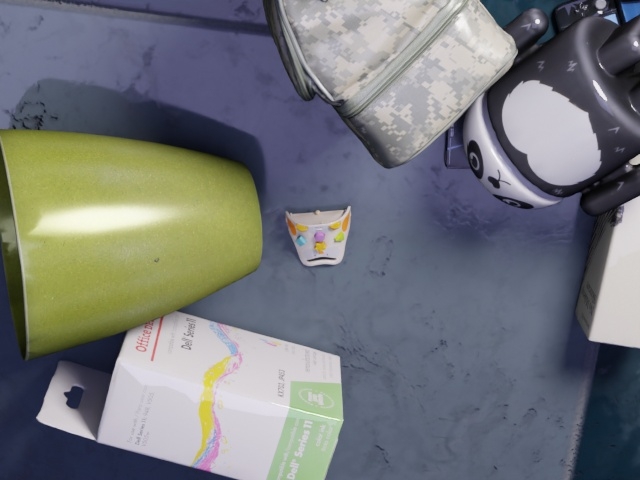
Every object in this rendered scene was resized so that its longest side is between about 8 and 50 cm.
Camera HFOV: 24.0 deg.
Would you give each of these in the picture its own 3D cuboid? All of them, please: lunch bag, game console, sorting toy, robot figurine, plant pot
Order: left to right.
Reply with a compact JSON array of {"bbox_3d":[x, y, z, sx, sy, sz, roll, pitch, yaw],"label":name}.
[{"bbox_3d":[-0.227,-0.013,1.809,0.293,0.275,0.275,-8,108,-15],"label":"plant pot"},{"bbox_3d":[0.000,0.000,1.918,0.083,0.045,0.075,-5,127,0],"label":"sorting toy"},{"bbox_3d":[0.047,-0.252,1.704,0.212,0.305,0.256,-42,107,8],"label":"lunch bag"},{"bbox_3d":[0.292,-0.149,1.755,0.173,0.209,0.278,11,146,-43],"label":"robot figurine"},{"bbox_3d":[0.364,-0.230,1.825,0.124,0.085,0.144,-18,106,4],"label":"game console"}]

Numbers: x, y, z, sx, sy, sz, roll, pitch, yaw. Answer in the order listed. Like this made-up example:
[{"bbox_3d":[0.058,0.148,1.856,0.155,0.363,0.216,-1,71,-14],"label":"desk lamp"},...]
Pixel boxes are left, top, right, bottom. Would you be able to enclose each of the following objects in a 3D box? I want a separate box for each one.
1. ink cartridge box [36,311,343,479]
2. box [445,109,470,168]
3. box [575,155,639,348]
[{"bbox_3d":[-0.157,0.185,1.879,0.353,0.207,0.119,16,108,-6],"label":"ink cartridge box"},{"bbox_3d":[0.191,-0.131,1.886,0.067,0.018,0.083,2,107,-1],"label":"box"},{"bbox_3d":[0.397,-0.011,1.881,0.094,0.113,0.275,9,106,-3],"label":"box"}]
